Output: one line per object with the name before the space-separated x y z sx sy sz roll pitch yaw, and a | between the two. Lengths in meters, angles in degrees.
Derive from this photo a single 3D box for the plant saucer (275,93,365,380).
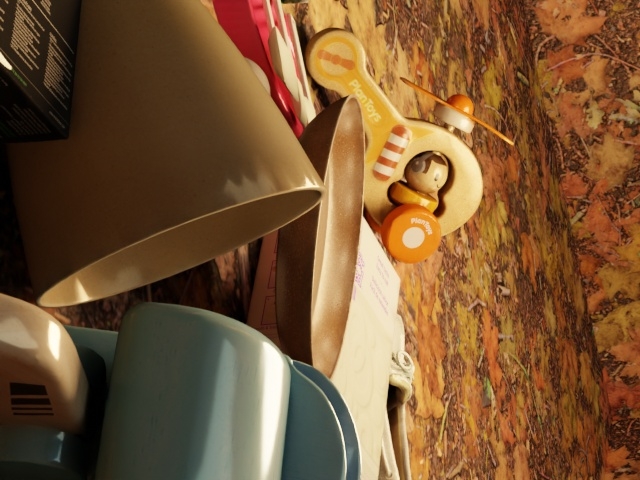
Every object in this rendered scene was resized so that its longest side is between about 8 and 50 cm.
plant saucer | 0.000 0.000 1.337 0.310 0.050 0.311 5 90 -82

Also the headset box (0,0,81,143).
headset box | -0.267 -0.243 0.895 0.246 0.131 0.283 60 30 -68

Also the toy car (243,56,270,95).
toy car | -0.117 -0.104 1.291 0.159 0.136 0.182 -155 -130 -74

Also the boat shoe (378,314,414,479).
boat shoe | 0.089 0.235 1.731 0.118 0.103 0.320 58 33 -47

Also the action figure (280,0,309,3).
action figure | -0.044 -0.424 1.640 0.137 0.063 0.232 -68 154 -71

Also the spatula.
spatula | -0.035 -0.217 1.448 0.168 0.019 0.242 57 18 -52

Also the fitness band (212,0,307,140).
fitness band | -0.059 -0.197 1.494 0.291 0.054 0.209 29 44 -77

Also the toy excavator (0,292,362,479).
toy excavator | -0.170 0.116 0.897 0.445 0.433 0.222 107 -10 -61

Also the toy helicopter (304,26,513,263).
toy helicopter | 0.111 -0.159 1.785 0.355 0.235 0.140 52 4 -23

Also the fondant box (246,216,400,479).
fondant box | 0.004 0.122 1.567 0.238 0.096 0.330 57 32 -47

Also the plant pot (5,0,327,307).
plant pot | -0.165 -0.116 1.070 0.274 0.256 0.256 67 21 6
